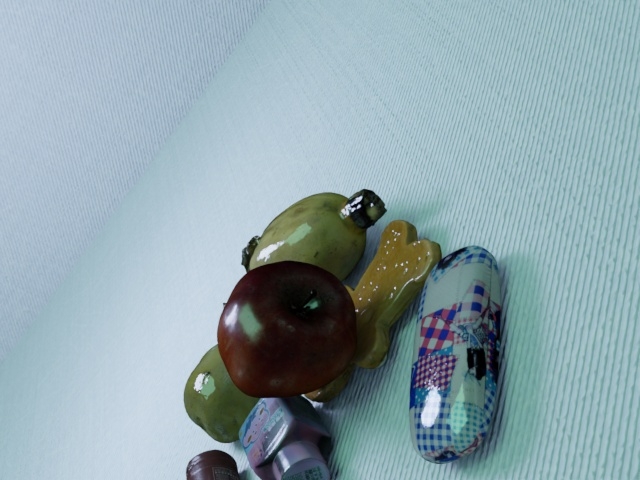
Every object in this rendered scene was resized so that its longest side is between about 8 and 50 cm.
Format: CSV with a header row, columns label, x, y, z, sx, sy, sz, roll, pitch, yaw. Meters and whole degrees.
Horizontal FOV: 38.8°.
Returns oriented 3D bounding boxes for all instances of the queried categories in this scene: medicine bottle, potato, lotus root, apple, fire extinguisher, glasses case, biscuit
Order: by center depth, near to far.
label,x,y,z,sx,sy,sz,roll,pitch,yaw
glasses case,0.185,0.149,1.248,0.125,0.076,0.328,-33,34,43
apple,-0.052,0.143,1.415,0.234,0.234,0.234,-41,31,31
medicine bottle,-0.050,0.328,1.438,0.119,0.094,0.188,-54,26,7
fire extinguisher,-0.170,0.465,1.487,0.105,0.104,0.269,-50,27,16
biscuit,0.079,0.126,1.489,0.340,0.047,0.216,-58,23,9
lotus root,0.000,0.000,1.629,0.310,0.182,0.183,-37,33,31
potato,-0.165,0.266,1.673,0.157,0.157,0.194,-8,41,57

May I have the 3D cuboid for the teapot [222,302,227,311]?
label,x,y,z,sx,sy,sz,roll,pitch,yaw
teapot,-0.155,0.163,1.829,0.110,0.085,0.080,-7,54,33
